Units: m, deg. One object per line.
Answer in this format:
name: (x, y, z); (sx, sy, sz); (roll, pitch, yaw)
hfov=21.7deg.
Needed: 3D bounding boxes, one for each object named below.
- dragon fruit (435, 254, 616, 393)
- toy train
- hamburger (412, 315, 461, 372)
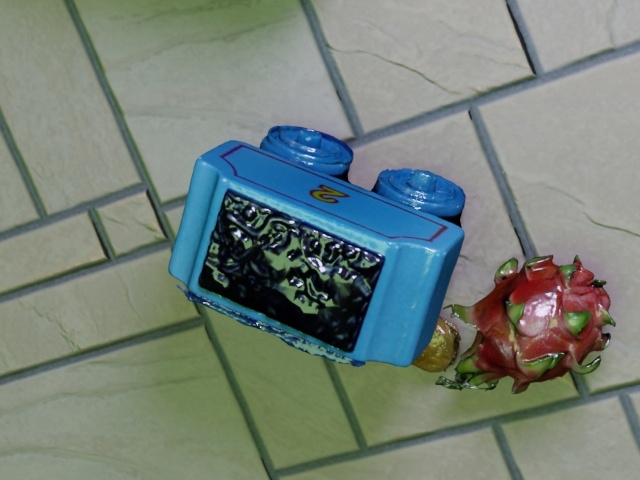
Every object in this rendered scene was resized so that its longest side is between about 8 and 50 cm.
dragon fruit: (0.215, 0.100, 1.844); (0.236, 0.135, 0.137); (-22, 102, 33)
toy train: (0.000, 0.000, 1.825); (0.300, 0.265, 0.188); (21, 113, 14)
hamburger: (0.121, 0.115, 1.941); (0.083, 0.044, 0.076); (21, 115, 19)
